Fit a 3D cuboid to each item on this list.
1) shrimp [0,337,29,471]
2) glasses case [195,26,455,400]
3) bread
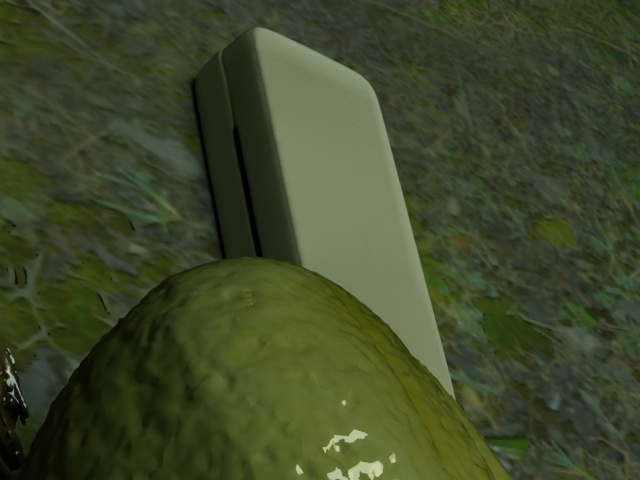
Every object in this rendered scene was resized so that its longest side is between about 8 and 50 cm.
[{"bbox_3d":[-0.220,0.049,1.037,0.190,0.042,0.101,51,52,-3],"label":"shrimp"},{"bbox_3d":[0.000,0.000,1.334,0.131,0.070,0.313,21,42,-39],"label":"glasses case"},{"bbox_3d":[-0.008,0.162,0.954,0.320,0.237,0.320,37,15,-11],"label":"bread"}]
